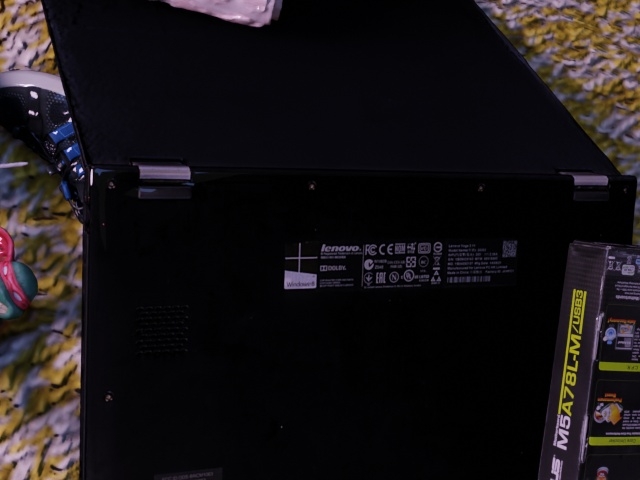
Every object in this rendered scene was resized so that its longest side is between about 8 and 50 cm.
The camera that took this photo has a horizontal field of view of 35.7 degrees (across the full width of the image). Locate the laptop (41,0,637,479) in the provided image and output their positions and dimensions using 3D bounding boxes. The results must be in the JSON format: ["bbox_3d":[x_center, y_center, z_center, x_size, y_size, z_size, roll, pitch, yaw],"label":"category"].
[{"bbox_3d":[0.000,0.000,0.719,0.382,0.236,0.408,-1,97,-24],"label":"laptop"}]

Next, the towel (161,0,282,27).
[{"bbox_3d":[-0.182,-0.291,0.766,0.332,0.053,0.317,12,42,-7],"label":"towel"}]

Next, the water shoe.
[{"bbox_3d":[-0.164,-0.055,0.720,0.203,0.073,0.080,24,64,-1],"label":"water shoe"}]

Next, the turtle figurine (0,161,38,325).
[{"bbox_3d":[-0.269,0.054,0.634,0.234,0.118,0.175,-25,68,-6],"label":"turtle figurine"}]

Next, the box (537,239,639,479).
[{"bbox_3d":[0.245,0.098,0.692,0.191,0.045,0.184,4,96,-28],"label":"box"}]
